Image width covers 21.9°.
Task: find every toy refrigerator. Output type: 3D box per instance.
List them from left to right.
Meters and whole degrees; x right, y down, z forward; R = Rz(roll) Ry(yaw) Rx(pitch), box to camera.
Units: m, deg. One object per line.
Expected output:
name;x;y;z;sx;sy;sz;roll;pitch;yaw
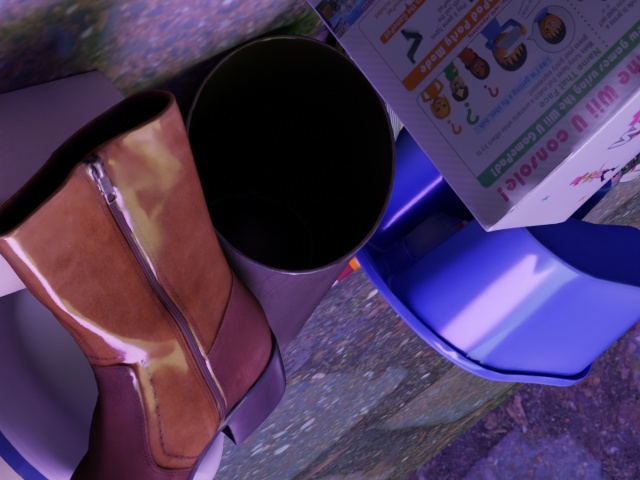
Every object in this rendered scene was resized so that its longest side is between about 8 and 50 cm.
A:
toy refrigerator;-0.236;-0.021;1.037;0.269;0.094;0.102;-22;151;-41

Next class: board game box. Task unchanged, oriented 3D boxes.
board game box;0.092;-0.190;0.852;0.224;0.303;0.097;-44;160;27

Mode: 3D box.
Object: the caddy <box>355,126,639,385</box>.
caddy;0.157;0.009;1.486;0.179;0.241;0.341;-44;149;24

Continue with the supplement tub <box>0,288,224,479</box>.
supplement tub;-0.259;0.195;1.320;0.325;0.235;0.235;-44;162;24

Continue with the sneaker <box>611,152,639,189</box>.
sneaker;0.352;-0.127;1.843;0.178;0.124;0.295;-42;171;34

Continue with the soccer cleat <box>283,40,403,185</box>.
soccer cleat;0.056;-0.150;1.317;0.289;0.093;0.121;-55;-175;37

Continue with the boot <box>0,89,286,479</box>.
boot;-0.137;0.084;1.045;0.264;0.096;0.280;-44;141;-20

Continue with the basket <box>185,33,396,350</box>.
basket;-0.047;-0.009;1.268;0.154;0.204;0.227;12;147;-9

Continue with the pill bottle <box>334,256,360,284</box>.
pill bottle;0.000;0.000;1.562;0.152;0.086;0.086;-37;163;2
